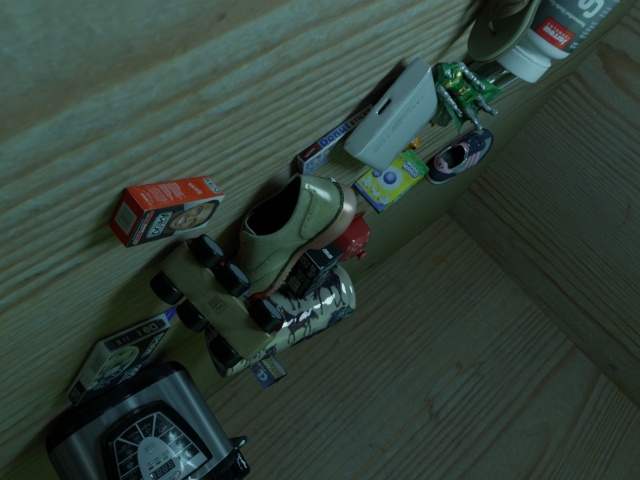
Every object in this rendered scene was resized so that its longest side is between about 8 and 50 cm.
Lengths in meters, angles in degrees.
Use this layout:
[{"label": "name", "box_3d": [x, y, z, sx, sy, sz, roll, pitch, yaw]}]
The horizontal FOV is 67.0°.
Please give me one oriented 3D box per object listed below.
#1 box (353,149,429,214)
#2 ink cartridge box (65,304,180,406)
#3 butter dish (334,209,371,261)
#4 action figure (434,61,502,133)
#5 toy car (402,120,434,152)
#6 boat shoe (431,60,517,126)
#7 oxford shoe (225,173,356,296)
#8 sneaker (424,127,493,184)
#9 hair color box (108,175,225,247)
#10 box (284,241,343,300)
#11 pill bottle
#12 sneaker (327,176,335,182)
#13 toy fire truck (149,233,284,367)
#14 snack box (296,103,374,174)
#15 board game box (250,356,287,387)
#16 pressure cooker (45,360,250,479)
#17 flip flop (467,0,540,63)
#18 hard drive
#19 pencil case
[{"label": "box", "box_3d": [0.188, -0.164, 1.264, 0.179, 0.105, 0.043, -41, 168, -4]}, {"label": "ink cartridge box", "box_3d": [-0.402, 0.240, 1.021, 0.206, 0.045, 0.208, -49, 167, 31]}, {"label": "butter dish", "box_3d": [0.092, 0.009, 1.454, 0.160, 0.118, 0.160, -29, 160, -47]}, {"label": "action figure", "box_3d": [0.314, -0.322, 1.061, 0.232, 0.063, 0.137, 22, 116, -47]}, {"label": "toy car", "box_3d": [0.240, -0.278, 1.235, 0.122, 0.060, 0.040, -54, 128, -21]}, {"label": "boat shoe", "box_3d": [0.407, -0.382, 1.178, 0.320, 0.103, 0.118, -39, 167, -5]}, {"label": "oxford shoe", "box_3d": [-0.116, 0.000, 0.957, 0.147, 0.140, 0.397, 22, 126, -41]}, {"label": "sneaker", "box_3d": [0.515, -0.315, 1.716, 0.319, 0.112, 0.131, -38, 170, -18]}, {"label": "hair color box", "box_3d": [-0.203, -0.042, 0.653, 0.072, 0.043, 0.141, -50, 165, 32]}, {"label": "box", "box_3d": [-0.044, 0.036, 1.155, 0.078, 0.147, 0.180, -33, 165, -31]}, {"label": "pill bottle", "box_3d": [0.483, -0.471, 0.967, 0.161, 0.161, 0.283, -28, 161, -47]}, {"label": "sneaker", "box_3d": [0.020, -0.115, 1.098, 0.037, 0.032, 0.083, -38, 168, -12]}, {"label": "toy fire truck", "box_3d": [-0.180, 0.105, 0.883, 0.158, 0.217, 0.246, -43, -178, 4]}, {"label": "snack box", "box_3d": [0.031, -0.186, 0.907, 0.178, 0.022, 0.064, -38, 169, -14]}, {"label": "board game box", "box_3d": [-0.199, 0.302, 1.379, 0.042, 0.243, 0.165, -40, 167, -1]}, {"label": "pressure cooker", "box_3d": [-0.398, 0.555, 1.182, 0.370, 0.420, 0.375, -36, 170, 17]}, {"label": "flip flop", "box_3d": [0.340, -0.436, 0.830, 0.080, 0.112, 0.277, -2, 149, -30]}, {"label": "hard drive", "box_3d": [0.157, -0.239, 0.997, 0.203, 0.040, 0.307, -49, 170, 13]}, {"label": "pencil case", "box_3d": [-0.102, 0.187, 1.252, 0.411, 0.183, 0.160, -21, 155, -29]}]
